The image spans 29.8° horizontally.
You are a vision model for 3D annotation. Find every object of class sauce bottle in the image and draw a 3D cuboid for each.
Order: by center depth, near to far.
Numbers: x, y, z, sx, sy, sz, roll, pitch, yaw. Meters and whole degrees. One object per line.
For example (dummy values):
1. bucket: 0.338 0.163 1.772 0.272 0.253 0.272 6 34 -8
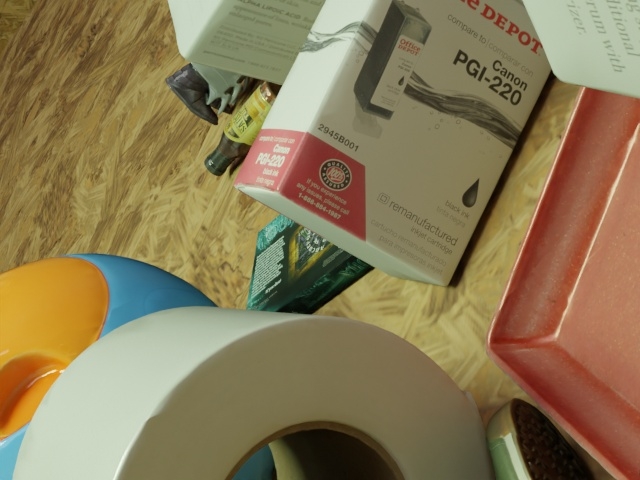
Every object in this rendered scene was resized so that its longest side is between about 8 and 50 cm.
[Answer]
1. sauce bottle: -0.081 -0.120 1.305 0.128 0.042 0.042 -47 29 28

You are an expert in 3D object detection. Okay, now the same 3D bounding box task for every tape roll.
1. tape roll: -0.041 0.162 0.702 0.169 0.246 0.246 -3 61 60

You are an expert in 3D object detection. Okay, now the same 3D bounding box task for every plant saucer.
1. plant saucer: 0.197 -0.005 0.607 0.259 0.047 0.259 -71 24 13

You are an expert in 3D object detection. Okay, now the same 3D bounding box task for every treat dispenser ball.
1. treat dispenser ball: -0.177 0.154 0.911 0.288 0.288 0.288 -43 31 33

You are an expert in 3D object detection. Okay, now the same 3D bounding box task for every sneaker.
1. sneaker: 0.108 0.173 0.614 0.086 0.064 0.192 -47 35 21

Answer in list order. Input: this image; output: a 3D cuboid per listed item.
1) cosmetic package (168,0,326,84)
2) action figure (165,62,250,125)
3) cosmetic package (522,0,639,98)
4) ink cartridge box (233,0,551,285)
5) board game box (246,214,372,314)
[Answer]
1. cosmetic package: 0.010 -0.340 1.031 0.385 0.156 0.217 -52 44 37
2. action figure: -0.053 -0.264 1.351 0.285 0.099 0.185 -48 21 17
3. cosmetic package: 0.244 -0.141 0.337 0.161 0.230 0.453 -47 39 -17
4. ink cartridge box: 0.061 -0.098 0.880 0.218 0.158 0.092 -64 24 -7
5. board game box: 0.000 0.000 1.048 0.186 0.026 0.126 -38 33 40
